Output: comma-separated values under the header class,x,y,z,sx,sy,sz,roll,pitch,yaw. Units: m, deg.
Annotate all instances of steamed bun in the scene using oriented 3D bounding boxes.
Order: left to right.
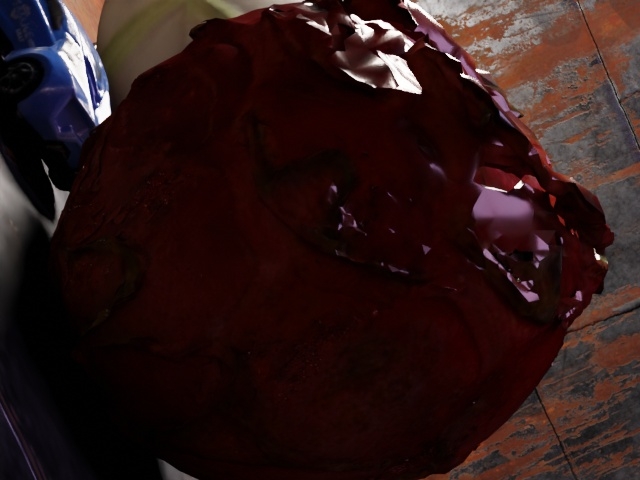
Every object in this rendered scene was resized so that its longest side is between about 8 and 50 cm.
class,x,y,z,sx,sy,sz,roll,pitch,yaw
steamed bun,-0.100,-0.170,1.267,0.309,0.309,0.309,156,-90,-89

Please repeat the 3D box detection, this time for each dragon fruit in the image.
class,x,y,z,sx,sy,sz,roll,pitch,yaw
dragon fruit,0.000,0.000,0.641,0.295,0.302,0.295,-24,90,-85

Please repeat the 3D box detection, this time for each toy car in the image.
class,x,y,z,sx,sy,sz,roll,pitch,yaw
toy car,-0.182,-0.123,0.756,0.103,0.063,0.216,66,-1,-54

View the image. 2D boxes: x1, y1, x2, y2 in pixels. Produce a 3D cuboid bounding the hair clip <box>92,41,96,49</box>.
class,x,y,z,sx,sy,sz,roll,pitch,yaw
hair clip,-0.214,-0.147,1.376,0.213,0.056,0.062,67,31,-32
